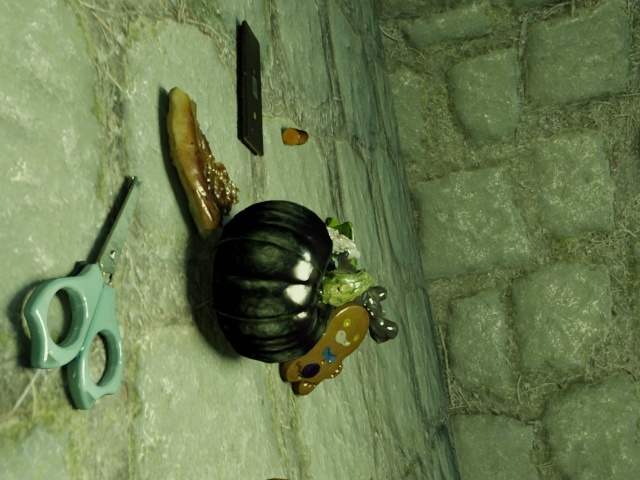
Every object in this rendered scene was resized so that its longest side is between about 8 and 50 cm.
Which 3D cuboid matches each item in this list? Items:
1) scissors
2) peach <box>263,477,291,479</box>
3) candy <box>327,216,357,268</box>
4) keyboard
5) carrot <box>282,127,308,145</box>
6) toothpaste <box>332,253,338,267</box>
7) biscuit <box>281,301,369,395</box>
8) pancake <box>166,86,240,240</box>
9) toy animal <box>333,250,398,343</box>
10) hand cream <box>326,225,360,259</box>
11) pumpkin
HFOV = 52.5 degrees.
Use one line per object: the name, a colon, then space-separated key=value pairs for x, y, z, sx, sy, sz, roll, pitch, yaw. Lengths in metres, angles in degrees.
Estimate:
scissors: x=-0.291 y=0.038 z=0.871 sx=0.191 sy=0.029 sz=0.361 roll=66 pitch=20 yaw=-45
peach: x=-0.065 y=0.485 z=1.047 sx=0.192 sy=0.190 sz=0.190 roll=68 pitch=19 yaw=-52
candy: x=0.050 y=0.014 z=1.794 sx=0.246 sy=0.069 sz=0.149 roll=-129 pitch=-145 yaw=-82
keyboard: x=-0.162 y=-0.350 z=1.483 sx=0.106 sy=0.027 sz=0.317 roll=49 pitch=34 yaw=-63
carrot: x=-0.057 y=-0.273 z=1.720 sx=0.139 sy=0.048 sz=0.048 roll=-25 pitch=103 yaw=-73
toothpaste: x=0.006 y=0.151 z=1.604 sx=0.067 sy=0.081 sz=0.337 roll=55 pitch=30 yaw=-49
biscuit: x=0.018 y=0.235 z=1.427 sx=0.236 sy=0.039 sz=0.180 roll=-47 pitch=136 yaw=-11
pancake: x=-0.199 y=-0.128 z=1.191 sx=0.244 sy=0.057 sz=0.266 roll=23 pitch=59 yaw=-68
toy animal: x=0.054 y=0.117 z=1.521 sx=0.343 sy=0.106 sz=0.169 roll=27 pitch=50 yaw=-32
hand cream: x=0.003 y=-0.001 z=1.584 sx=0.256 sy=0.050 sz=0.084 roll=23 pitch=53 yaw=-34
pumpkin: x=-0.052 y=0.080 z=1.163 sx=0.296 sy=0.295 sz=0.296 roll=-11 pitch=90 yaw=-72
